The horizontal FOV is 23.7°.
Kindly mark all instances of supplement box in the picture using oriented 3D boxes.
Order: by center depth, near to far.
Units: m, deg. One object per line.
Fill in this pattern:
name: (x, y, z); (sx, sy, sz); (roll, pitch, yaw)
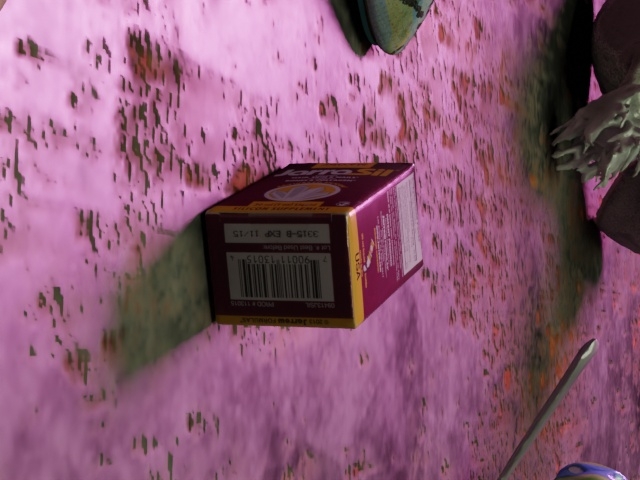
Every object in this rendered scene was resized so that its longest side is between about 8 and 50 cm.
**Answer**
supplement box: (0.000, 0.000, 0.557); (0.083, 0.055, 0.043); (-37, 125, -66)

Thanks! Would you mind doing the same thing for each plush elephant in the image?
plush elephant: (0.330, -0.091, 1.178); (0.330, 0.272, 0.255); (-49, 129, -19)

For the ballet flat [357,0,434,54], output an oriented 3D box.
ballet flat: (0.041, -0.169, 0.653); (0.070, 0.070, 0.188); (-58, 143, -55)

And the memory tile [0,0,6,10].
memory tile: (-0.110, -0.071, 0.317); (0.148, 0.012, 0.113); (62, 34, -52)

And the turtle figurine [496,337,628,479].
turtle figurine: (0.133, 0.207, 0.733); (0.198, 0.274, 0.266); (32, 58, -27)
